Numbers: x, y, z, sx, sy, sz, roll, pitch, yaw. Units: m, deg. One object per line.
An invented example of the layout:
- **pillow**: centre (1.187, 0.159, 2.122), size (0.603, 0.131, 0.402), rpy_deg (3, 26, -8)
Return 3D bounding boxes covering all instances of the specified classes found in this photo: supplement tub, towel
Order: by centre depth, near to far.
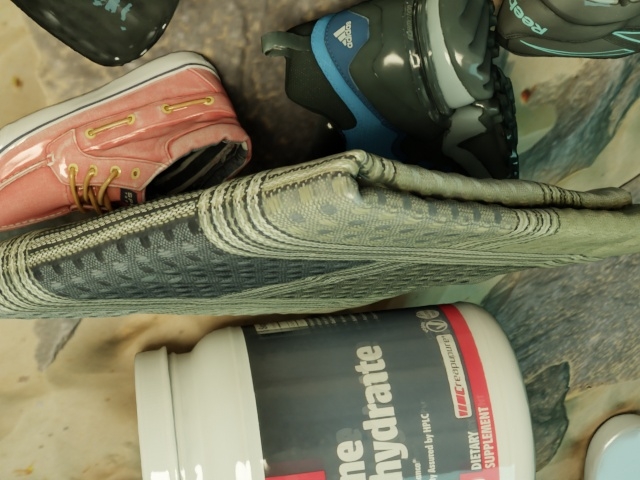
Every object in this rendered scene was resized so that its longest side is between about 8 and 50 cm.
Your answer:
- **towel**: centre (0.000, 0.000, 0.667), size (0.312, 0.056, 0.324), rpy_deg (-14, 168, 39)
- **supplement tub**: centre (0.006, 0.151, 0.854), size (0.272, 0.191, 0.191), rpy_deg (-6, 138, -8)

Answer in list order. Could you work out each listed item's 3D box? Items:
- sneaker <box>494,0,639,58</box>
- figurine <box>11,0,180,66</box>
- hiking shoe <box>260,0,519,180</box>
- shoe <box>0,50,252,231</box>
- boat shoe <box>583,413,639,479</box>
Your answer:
- **sneaker**: centre (0.230, -0.184, 0.767), size (0.267, 0.101, 0.106), rpy_deg (-14, 163, -25)
- **figurine**: centre (-0.117, -0.205, 0.493), size (0.209, 0.092, 0.215), rpy_deg (24, 116, -43)
- **hiking shoe**: centre (0.064, -0.072, 0.774), size (0.132, 0.113, 0.304), rpy_deg (-4, 152, 14)
- **shoe**: centre (-0.128, -0.040, 0.669), size (0.178, 0.081, 0.063), rpy_deg (-29, 143, -4)
- **boat shoe**: centre (0.399, 0.345, 1.433), size (0.136, 0.156, 0.367), rpy_deg (-26, 114, 0)
